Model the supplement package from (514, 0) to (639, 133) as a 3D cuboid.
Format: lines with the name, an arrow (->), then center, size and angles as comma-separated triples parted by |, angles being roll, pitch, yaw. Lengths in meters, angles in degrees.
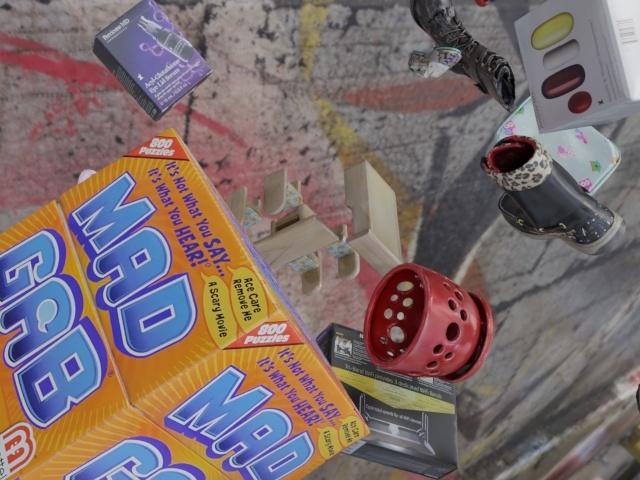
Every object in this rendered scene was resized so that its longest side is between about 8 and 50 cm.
supplement package -> 0.429, -0.284, 1.096 | 0.149, 0.194, 0.203 | -12, 178, -20

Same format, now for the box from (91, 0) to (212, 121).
box -> -0.361, -0.387, 1.553 | 0.153, 0.207, 0.108 | -46, -167, -17

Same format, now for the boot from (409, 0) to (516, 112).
boot -> 0.303, -0.396, 1.467 | 0.091, 0.229, 0.263 | -40, 135, 2

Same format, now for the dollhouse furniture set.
dollhouse furniture set -> 0.000, 0.000, 1.921 | 0.394, 0.256, 0.362 | -24, 136, 25

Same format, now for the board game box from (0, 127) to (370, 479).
board game box -> -0.210, 0.153, 0.965 | 0.356, 0.356, 0.356 | -33, 140, -3

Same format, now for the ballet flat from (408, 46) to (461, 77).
ballet flat -> 0.159, -0.248, 1.022 | 0.041, 0.114, 0.041 | -5, 104, -22

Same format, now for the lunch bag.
lunch bag -> 0.544, -0.203, 1.733 | 0.224, 0.279, 0.108 | -45, 167, -17

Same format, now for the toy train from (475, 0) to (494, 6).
toy train -> 0.272, -0.516, 1.229 | 0.105, 0.248, 0.143 | -29, 123, 26

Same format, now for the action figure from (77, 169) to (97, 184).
action figure -> -0.422, -0.071, 1.624 | 0.276, 0.370, 0.248 | 12, 109, -23

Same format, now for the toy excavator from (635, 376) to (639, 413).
toy excavator -> 0.715, 0.138, 1.272 | 0.222, 0.433, 0.445 | 3, 113, 2

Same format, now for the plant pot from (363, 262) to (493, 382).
plant pot -> 0.197, 0.151, 1.276 | 0.174, 0.191, 0.191 | 18, 116, -24

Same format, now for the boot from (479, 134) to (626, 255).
boot -> 0.280, -0.074, 0.980 | 0.179, 0.236, 0.085 | 38, 90, -22

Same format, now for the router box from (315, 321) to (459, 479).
router box -> 0.132, 0.329, 1.491 | 0.309, 0.242, 0.081 | 21, 138, -17
